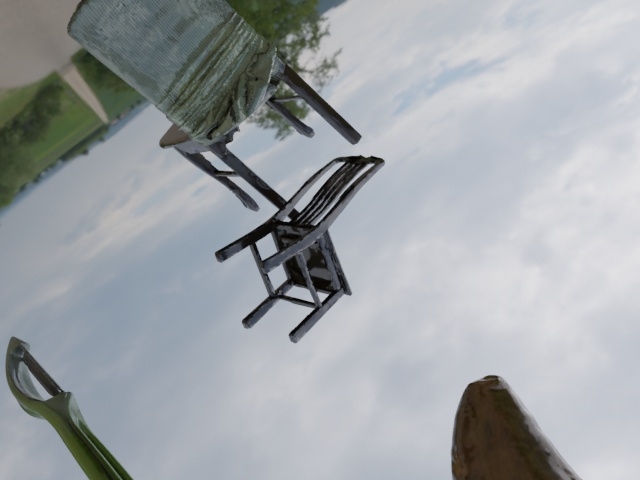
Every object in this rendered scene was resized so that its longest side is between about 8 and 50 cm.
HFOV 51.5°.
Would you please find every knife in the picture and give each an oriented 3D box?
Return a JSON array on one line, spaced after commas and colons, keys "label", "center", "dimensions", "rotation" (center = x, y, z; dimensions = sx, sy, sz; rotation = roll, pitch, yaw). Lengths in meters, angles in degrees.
[{"label": "knife", "center": [-0.123, 0.097, 0.330], "dimensions": [0.184, 0.022, 0.026], "rotation": [28, -90, 41]}]

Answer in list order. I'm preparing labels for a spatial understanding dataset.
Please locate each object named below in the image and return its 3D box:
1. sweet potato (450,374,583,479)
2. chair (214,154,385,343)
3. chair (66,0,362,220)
[{"label": "sweet potato", "center": [0.131, 0.198, 0.279], "dimensions": [0.097, 0.292, 0.097], "rotation": [-17, 170, -3]}, {"label": "chair", "center": [0.000, 0.000, 0.706], "dimensions": [0.084, 0.101, 0.212], "rotation": [10, -141, 41]}, {"label": "chair", "center": [-0.127, -0.173, 0.763], "dimensions": [0.160, 0.319, 0.186], "rotation": [-54, -155, -8]}]
